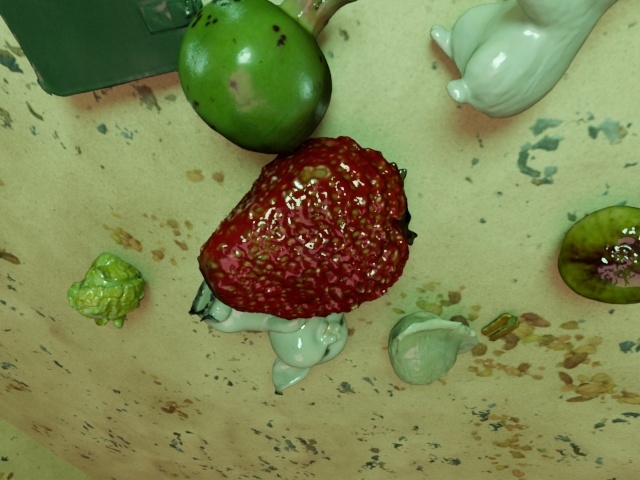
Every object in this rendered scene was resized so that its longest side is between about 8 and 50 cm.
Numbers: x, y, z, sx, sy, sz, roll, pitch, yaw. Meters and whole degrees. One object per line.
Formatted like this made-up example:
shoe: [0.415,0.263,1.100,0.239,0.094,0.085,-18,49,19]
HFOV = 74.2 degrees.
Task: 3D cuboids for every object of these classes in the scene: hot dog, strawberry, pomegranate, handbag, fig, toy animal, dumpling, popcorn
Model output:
hot dog: [0.337,0.159,0.790,0.037,0.021,0.083,43,133,5]
strawberry: [-0.003,0.001,0.584,0.260,0.258,0.261,12,135,13]
pomegranate: [-0.052,-0.211,0.479,0.181,0.181,0.224,37,108,-17]
handbag: [-0.273,-0.315,0.500,0.259,0.079,0.248,-3,131,14]
fig: [0.406,0.024,0.584,0.136,0.120,0.153,59,151,12]
toy animal: [-0.069,0.140,0.782,0.310,0.183,0.247,36,134,-24]
dumpling: [0.209,0.196,0.793,0.166,0.126,0.216,-17,123,7]
popcorn: [-0.435,0.108,0.875,0.135,0.141,0.163,1,91,17]
toy animal: [0.223,-0.249,0.390,0.138,0.141,0.282,18,136,-13]
